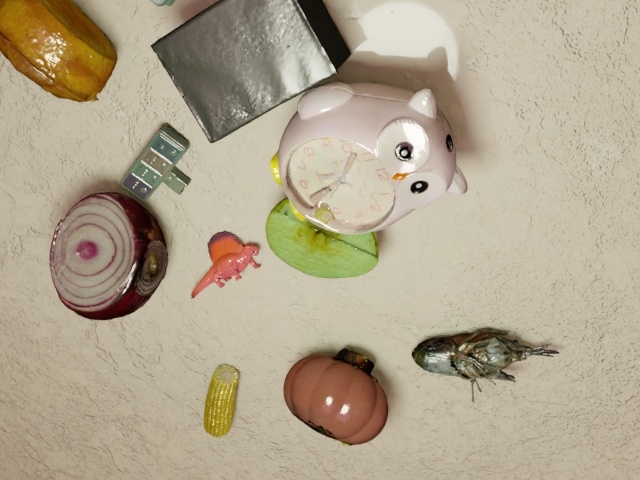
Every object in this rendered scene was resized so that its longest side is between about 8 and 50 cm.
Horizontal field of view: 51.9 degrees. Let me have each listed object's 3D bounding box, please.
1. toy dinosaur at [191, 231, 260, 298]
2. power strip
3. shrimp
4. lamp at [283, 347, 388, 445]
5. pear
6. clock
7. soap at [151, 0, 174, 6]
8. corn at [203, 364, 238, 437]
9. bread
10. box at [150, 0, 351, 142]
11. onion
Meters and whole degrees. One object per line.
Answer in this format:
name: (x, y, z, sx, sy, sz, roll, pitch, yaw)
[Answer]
toy dinosaur: (-0.289, 0.058, 1.821, 0.286, 0.070, 0.139, -25, 98, 27)
power strip: (-0.412, -0.185, 1.728, 0.145, 0.061, 0.216, 38, 120, -15)
shrimp: (0.427, 0.324, 1.723, 0.372, 0.137, 0.172, 3, 108, 22)
lamp: (0.051, 0.421, 1.813, 0.305, 0.239, 0.305, 25, 162, 9)
pear: (-0.002, -0.004, 1.678, 0.288, 0.139, 0.239, 24, 141, -6)
clock: (0.115, -0.195, 1.454, 0.377, 0.250, 0.368, -7, 127, 31)
soap: (-0.335, -0.632, 1.469, 0.114, 0.063, 0.198, 40, 119, -10)
corn: (-0.308, 0.499, 2.027, 0.093, 0.093, 0.244, 15, 117, 6)
bread: (-0.621, -0.461, 1.513, 0.312, 0.312, 0.172, 44, 102, -10)
box: (-0.142, -0.420, 1.449, 0.345, 0.204, 0.251, -23, 110, 23)
onion: (-0.539, 0.046, 1.758, 0.282, 0.260, 0.336, 1, 85, 17)
